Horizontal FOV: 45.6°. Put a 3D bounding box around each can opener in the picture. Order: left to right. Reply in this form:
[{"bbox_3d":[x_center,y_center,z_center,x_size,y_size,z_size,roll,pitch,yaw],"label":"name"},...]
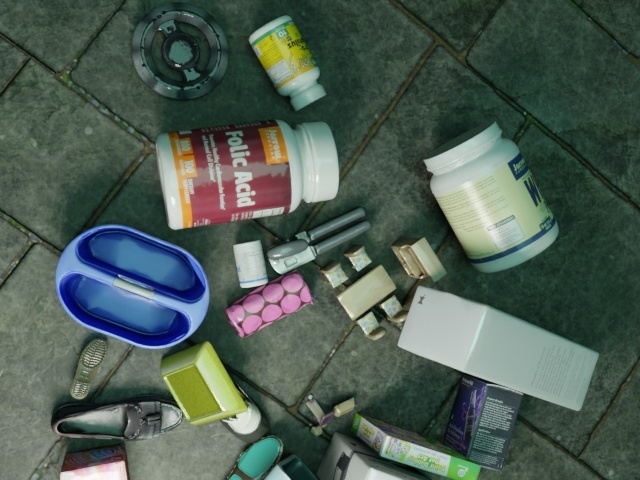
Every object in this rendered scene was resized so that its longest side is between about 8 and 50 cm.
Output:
[{"bbox_3d":[0.000,0.000,1.879,0.281,0.093,0.074,-25,96,-17],"label":"can opener"}]

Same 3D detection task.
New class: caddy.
[{"bbox_3d":[-0.422,0.102,1.728,0.342,0.179,0.241,22,87,-13],"label":"caddy"}]

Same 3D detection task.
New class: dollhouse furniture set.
[{"bbox_3d":[0.019,0.422,1.927,0.114,0.091,0.081,-17,53,-34],"label":"dollhouse furniture set"},{"bbox_3d":[0.161,0.100,1.877,0.242,0.161,0.212,-35,99,-11],"label":"dollhouse furniture set"}]

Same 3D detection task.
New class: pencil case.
[{"bbox_3d":[-0.122,0.158,1.850,0.209,0.095,0.098,-26,124,-10],"label":"pencil case"}]

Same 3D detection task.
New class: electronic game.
[{"bbox_3d":[-0.332,-0.448,1.808,0.230,0.048,0.229,-1,93,-14],"label":"electronic game"}]

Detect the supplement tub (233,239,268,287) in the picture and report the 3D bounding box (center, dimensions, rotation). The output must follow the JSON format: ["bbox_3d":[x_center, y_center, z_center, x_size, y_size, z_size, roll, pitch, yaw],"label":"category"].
[{"bbox_3d":[-0.169,0.057,1.843,0.071,0.071,0.107,-11,92,-13],"label":"supplement tub"}]

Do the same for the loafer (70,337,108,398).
[{"bbox_3d":[-0.542,0.296,1.770,0.056,0.050,0.148,29,69,-16],"label":"loafer"}]

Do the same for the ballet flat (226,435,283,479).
[{"bbox_3d":[-0.175,0.574,1.850,0.091,0.077,0.241,39,85,23],"label":"ballet flat"}]

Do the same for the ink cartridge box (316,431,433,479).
[{"bbox_3d":[0.145,0.584,1.805,0.223,0.307,0.129,24,86,-13],"label":"ink cartridge box"}]

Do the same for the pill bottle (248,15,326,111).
[{"bbox_3d":[-0.074,-0.422,1.835,0.118,0.117,0.208,-31,97,-11],"label":"pill bottle"}]

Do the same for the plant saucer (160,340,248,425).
[{"bbox_3d":[-0.284,0.343,1.763,0.045,0.188,0.188,-34,97,-51],"label":"plant saucer"}]

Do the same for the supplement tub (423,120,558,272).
[{"bbox_3d":[0.419,-0.108,1.898,0.236,0.235,0.324,-31,98,-11],"label":"supplement tub"}]

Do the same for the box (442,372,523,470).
[{"bbox_3d":[0.413,0.460,1.949,0.108,0.153,0.207,17,86,-13],"label":"box"}]

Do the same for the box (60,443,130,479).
[{"bbox_3d":[-0.497,0.635,1.731,0.142,0.154,0.299,-7,92,-13],"label":"box"}]

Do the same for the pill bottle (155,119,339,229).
[{"bbox_3d":[-0.170,-0.160,1.761,0.393,0.224,0.223,-9,93,-13],"label":"pill bottle"}]

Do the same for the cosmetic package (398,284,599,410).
[{"bbox_3d":[0.435,0.263,1.836,0.453,0.230,0.161,23,85,-35],"label":"cosmetic package"}]

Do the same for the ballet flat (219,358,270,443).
[{"bbox_3d":[-0.217,0.389,1.824,0.095,0.096,0.280,-40,100,-10],"label":"ballet flat"}]

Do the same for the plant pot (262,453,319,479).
[{"bbox_3d":[-0.086,0.683,1.766,0.252,0.247,0.248,-44,78,-1],"label":"plant pot"}]

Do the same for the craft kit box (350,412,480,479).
[{"bbox_3d":[0.223,0.505,1.855,0.250,0.247,0.060,21,87,-14],"label":"craft kit box"}]

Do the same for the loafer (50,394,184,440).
[{"bbox_3d":[-0.467,0.422,1.764,0.303,0.095,0.109,0,91,-14],"label":"loafer"}]
